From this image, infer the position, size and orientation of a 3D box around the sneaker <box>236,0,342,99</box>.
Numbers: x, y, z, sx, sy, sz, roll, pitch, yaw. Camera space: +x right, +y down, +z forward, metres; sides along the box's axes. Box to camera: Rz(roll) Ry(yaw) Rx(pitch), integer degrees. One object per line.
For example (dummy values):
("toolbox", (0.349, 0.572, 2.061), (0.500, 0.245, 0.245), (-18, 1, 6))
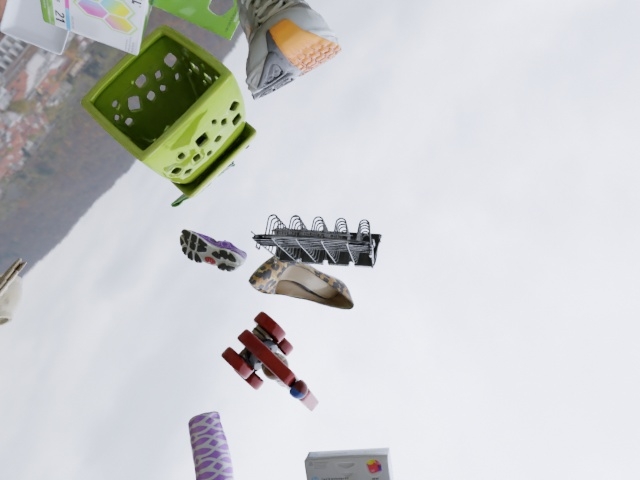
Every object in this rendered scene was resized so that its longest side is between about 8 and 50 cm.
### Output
("sneaker", (-0.050, -0.222, 0.503), (0.099, 0.121, 0.262), (-27, -162, 6))

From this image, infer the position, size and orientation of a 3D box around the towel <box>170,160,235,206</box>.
("towel", (-0.276, -0.134, 1.170), (0.113, 0.023, 0.152), (-19, -155, 46))

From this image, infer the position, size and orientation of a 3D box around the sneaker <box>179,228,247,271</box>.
("sneaker", (-0.249, 0.022, 1.141), (0.071, 0.170, 0.068), (-42, 154, -64))

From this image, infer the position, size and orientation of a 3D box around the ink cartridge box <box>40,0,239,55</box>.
("ink cartridge box", (-0.232, -0.334, 0.674), (0.189, 0.255, 0.097), (-18, -122, 64))

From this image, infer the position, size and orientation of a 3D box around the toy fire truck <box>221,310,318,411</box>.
("toy fire truck", (-0.120, 0.358, 1.382), (0.254, 0.302, 0.169), (35, -110, 24))

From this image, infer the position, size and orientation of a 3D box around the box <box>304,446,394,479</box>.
("box", (0.057, 0.452, 0.834), (0.145, 0.186, 0.038), (-9, -179, 12))

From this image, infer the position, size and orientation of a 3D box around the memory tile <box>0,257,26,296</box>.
("memory tile", (-0.444, 0.091, 0.638), (0.148, 0.012, 0.113), (-46, -154, 0))

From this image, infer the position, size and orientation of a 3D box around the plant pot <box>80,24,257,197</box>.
("plant pot", (-0.273, -0.234, 0.965), (0.227, 0.207, 0.228), (-46, -116, -7))

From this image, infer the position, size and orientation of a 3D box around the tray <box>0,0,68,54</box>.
("tray", (-0.692, -0.627, 1.241), (0.030, 0.145, 0.270), (38, -72, 55))

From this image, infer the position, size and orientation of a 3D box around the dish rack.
("dish rack", (0.000, 0.000, 0.839), (0.208, 0.271, 0.074), (2, -100, 7))

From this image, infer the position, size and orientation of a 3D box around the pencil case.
("pencil case", (-0.249, 0.499, 1.127), (0.088, 0.086, 0.206), (103, -26, -50))

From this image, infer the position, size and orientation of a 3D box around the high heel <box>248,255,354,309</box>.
("high heel", (-0.034, 0.108, 1.107), (0.186, 0.261, 0.093), (34, -72, 21))

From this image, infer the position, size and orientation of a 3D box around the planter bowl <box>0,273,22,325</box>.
("planter bowl", (-0.874, 0.167, 1.302), (0.162, 0.162, 0.109), (-30, -111, 34))
